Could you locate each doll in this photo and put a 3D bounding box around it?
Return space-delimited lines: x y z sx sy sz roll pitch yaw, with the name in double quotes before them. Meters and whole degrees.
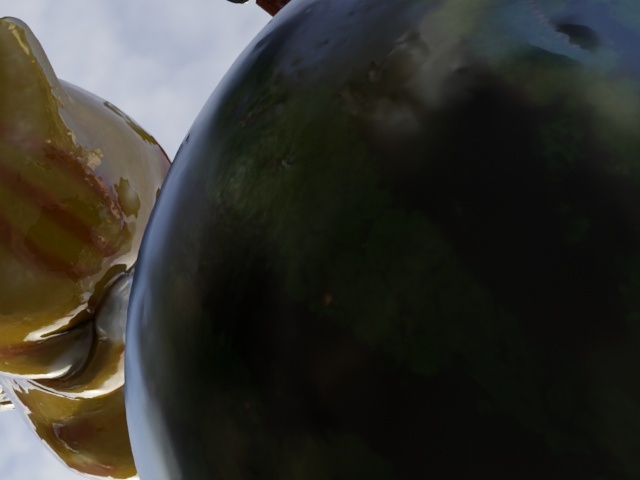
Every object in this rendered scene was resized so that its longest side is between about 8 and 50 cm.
"doll" -0.129 0.020 0.989 0.162 0.166 0.269 21 -22 22

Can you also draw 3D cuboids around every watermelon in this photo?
"watermelon" 0.084 0.039 0.534 0.285 0.285 0.285 12 -68 33

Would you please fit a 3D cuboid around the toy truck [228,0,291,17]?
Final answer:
"toy truck" 0.035 -0.195 1.418 0.253 0.107 0.114 39 -40 -2

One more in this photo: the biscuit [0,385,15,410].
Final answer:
"biscuit" -0.260 0.108 1.329 0.162 0.250 0.035 -18 -102 35
